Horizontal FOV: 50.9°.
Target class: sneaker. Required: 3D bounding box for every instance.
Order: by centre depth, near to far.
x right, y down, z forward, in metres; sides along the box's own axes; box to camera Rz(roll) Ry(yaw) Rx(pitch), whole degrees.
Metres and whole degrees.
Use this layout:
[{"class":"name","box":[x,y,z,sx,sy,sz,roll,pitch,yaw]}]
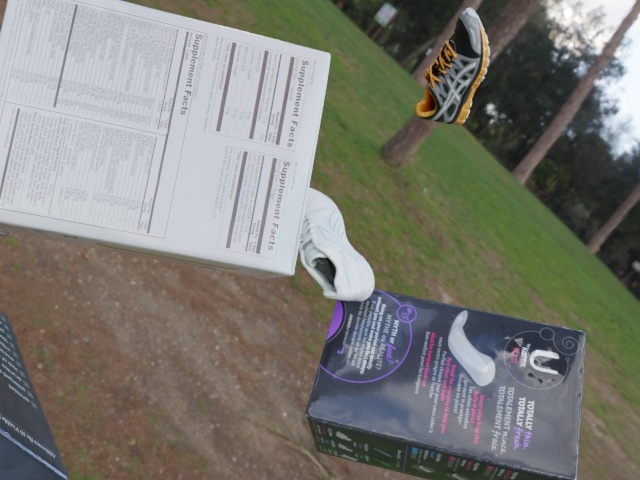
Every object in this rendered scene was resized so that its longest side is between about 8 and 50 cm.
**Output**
[{"class":"sneaker","box":[0.000,0.000,0.728,0.061,0.054,0.152,-3,53,-52]},{"class":"sneaker","box":[0.213,-0.273,1.094,0.083,0.215,0.084,-5,48,-10]}]

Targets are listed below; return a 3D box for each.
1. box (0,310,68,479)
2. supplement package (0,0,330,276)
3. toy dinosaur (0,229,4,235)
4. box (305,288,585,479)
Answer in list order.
[{"class":"box","box":[-0.716,0.219,1.095,0.471,0.297,0.480,42,-17,42]},{"class":"supplement package","box":[-0.151,-0.083,0.632,0.262,0.198,0.199,11,-6,-11]},{"class":"toy dinosaur","box":[-0.863,-0.013,1.542,0.218,0.164,0.322,18,26,-41]},{"class":"box","box":[0.136,0.172,0.752,0.270,0.165,0.143,11,-30,12]}]
